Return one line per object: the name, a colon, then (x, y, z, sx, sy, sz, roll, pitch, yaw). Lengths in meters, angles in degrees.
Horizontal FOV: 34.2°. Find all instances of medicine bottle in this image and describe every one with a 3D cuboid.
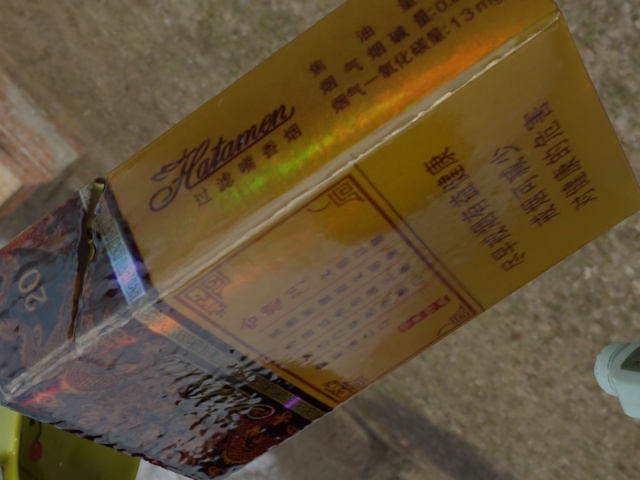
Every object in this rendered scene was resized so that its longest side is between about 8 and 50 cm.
medicine bottle: (0.398, 0.152, 1.155, 0.083, 0.121, 0.229, 65, 160, -7)

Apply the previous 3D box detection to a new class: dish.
dish: (-0.295, 0.197, 1.115, 0.108, 0.221, 0.262, -1, 163, 20)

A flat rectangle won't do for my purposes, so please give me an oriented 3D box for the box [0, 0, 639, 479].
box: (0.000, 0.001, 0.728, 0.264, 0.415, 0.115, 41, -162, -55)
